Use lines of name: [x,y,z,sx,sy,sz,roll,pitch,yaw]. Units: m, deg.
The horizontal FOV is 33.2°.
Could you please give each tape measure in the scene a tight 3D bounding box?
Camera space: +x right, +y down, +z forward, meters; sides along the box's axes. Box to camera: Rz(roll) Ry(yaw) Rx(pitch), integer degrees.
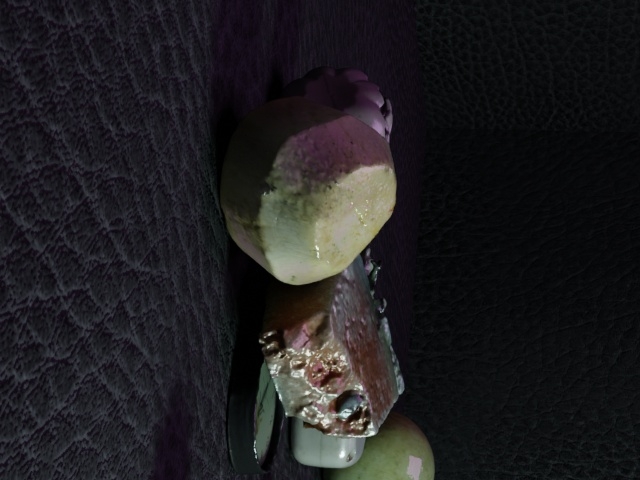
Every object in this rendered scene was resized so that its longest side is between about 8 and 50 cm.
tape measure: [0.029,0.257,1.854,0.258,0.130,0.265,-24,116,-81]

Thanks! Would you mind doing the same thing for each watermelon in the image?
watermelon: [0.018,0.135,1.471,0.302,0.151,0.264,-95,169,-62]

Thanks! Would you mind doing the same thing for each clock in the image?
clock: [-0.084,0.225,1.450,0.184,0.040,0.185,3,90,-80]

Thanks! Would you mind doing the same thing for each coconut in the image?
coconut: [-0.026,-0.062,1.316,0.197,0.236,0.237,-18,116,-35]

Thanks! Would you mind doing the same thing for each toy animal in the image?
toy animal: [0.084,0.117,2.231,0.121,0.093,0.225,94,-6,-64]

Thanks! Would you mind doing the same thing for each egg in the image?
egg: [0.112,0.469,2.114,0.218,0.218,0.296,-72,170,-57]

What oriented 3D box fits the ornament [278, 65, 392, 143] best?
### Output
ornament: [0.018,-0.160,1.568,0.177,0.177,0.178,2,90,-80]
